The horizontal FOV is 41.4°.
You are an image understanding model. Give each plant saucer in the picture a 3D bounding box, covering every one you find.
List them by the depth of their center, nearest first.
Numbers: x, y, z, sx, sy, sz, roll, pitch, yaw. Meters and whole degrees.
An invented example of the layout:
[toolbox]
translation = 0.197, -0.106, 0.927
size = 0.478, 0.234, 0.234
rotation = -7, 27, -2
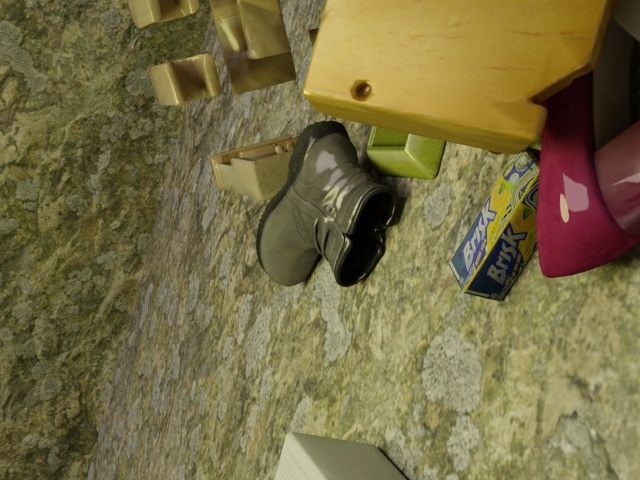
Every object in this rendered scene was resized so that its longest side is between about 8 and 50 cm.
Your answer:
[plant saucer]
translation = 0.128, -0.188, 1.236
size = 0.188, 0.045, 0.188
rotation = 16, 92, 67

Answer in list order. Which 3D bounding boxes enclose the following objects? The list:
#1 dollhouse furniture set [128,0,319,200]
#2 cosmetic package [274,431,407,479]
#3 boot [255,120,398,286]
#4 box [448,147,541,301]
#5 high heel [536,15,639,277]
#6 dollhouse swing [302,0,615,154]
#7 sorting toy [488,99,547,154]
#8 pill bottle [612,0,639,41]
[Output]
[dollhouse furniture set]
translation = -0.116, -0.290, 1.495
size = 0.256, 0.362, 0.394
rotation = 19, 125, 66
[cosmetic package]
translation = 0.023, 0.385, 1.027
size = 0.224, 0.138, 0.224
rotation = -149, 72, -67
[boot]
translation = 0.000, 0.000, 1.348
size = 0.222, 0.118, 0.338
rotation = -119, 34, -40
[box]
translation = 0.209, -0.016, 0.933
size = 0.059, 0.054, 0.169
rotation = -109, 38, -53
[high heel]
translation = 0.234, -0.154, 0.844
size = 0.181, 0.127, 0.377
rotation = -41, 43, 38
[dollhouse swing]
translation = 0.168, -0.260, 0.845
size = 0.315, 0.305, 0.346
rotation = 16, 91, 28
[sorting toy]
translation = 0.222, -0.249, 1.022
size = 0.126, 0.127, 0.365
rotation = 81, -166, -65
[pill bottle]
translation = 0.339, -0.254, 0.674
size = 0.221, 0.121, 0.121
rotation = -59, 28, 36
